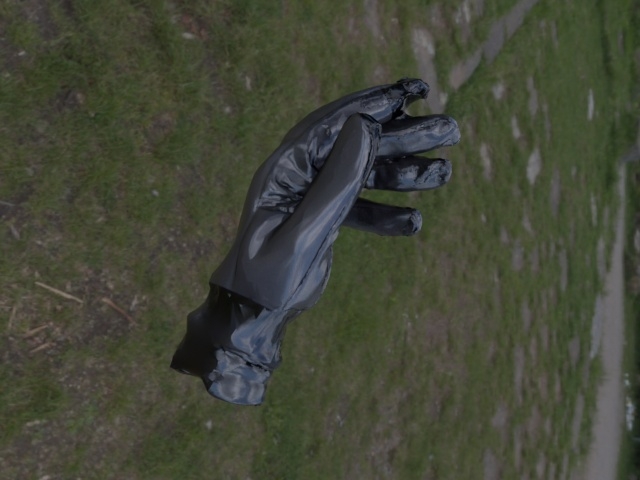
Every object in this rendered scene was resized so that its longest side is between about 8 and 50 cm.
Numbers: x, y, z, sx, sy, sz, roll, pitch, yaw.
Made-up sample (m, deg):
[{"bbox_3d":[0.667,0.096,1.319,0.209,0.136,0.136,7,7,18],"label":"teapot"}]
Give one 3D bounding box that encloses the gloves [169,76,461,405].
[{"bbox_3d":[-0.011,-0.002,0.438,0.285,0.119,0.142,-48,176,0],"label":"gloves"}]
